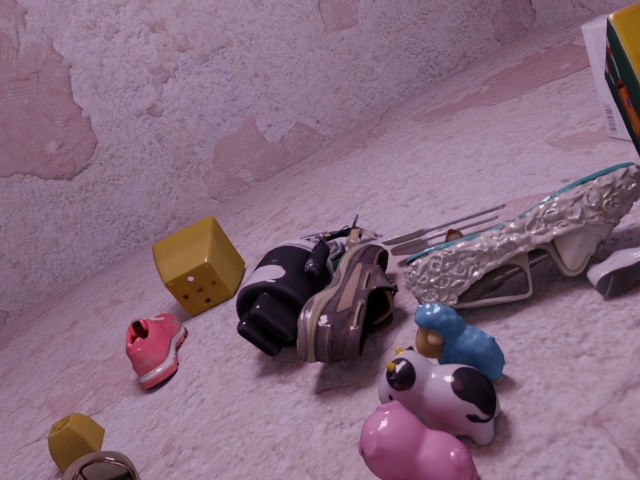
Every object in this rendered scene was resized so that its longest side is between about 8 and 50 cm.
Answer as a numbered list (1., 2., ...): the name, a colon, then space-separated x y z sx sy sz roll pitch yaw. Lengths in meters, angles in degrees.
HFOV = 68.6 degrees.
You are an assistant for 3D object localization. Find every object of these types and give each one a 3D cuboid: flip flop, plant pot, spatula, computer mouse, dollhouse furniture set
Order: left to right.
1. plant pot: -0.509 0.407 0.965 0.081 0.083 0.081 -32 20 -8
2. flip flop: -0.363 0.408 0.776 0.112 0.080 0.277 -41 24 -32
3. plant pot: -0.358 0.093 1.387 0.212 0.212 0.187 -26 32 3
4. computer mouse: 0.000 0.000 1.343 0.106 0.042 0.193 -23 6 -34
5. dollhouse furniture set: 0.110 0.008 1.223 0.081 0.091 0.114 20 38 0
6. spatula: 0.254 -0.017 0.968 0.242 0.019 0.168 -19 -21 13

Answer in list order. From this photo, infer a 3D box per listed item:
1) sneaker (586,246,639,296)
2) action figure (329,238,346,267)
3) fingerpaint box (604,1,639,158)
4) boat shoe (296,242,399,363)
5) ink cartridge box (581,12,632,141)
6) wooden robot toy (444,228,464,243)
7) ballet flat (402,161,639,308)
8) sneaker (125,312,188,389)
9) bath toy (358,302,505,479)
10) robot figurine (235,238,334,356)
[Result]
1. sneaker: 0.464 0.026 0.680 0.152 0.054 0.061 -24 17 13
2. action figure: -0.040 0.076 1.200 0.232 0.063 0.137 -32 13 -15
3. fingerpaint box: 0.581 -0.135 0.446 0.444 0.371 0.163 -20 -19 25
4. boat shoe: 0.080 0.119 0.889 0.130 0.132 0.355 11 31 21
5. ink cartridge box: 0.666 -0.334 0.974 0.060 0.275 0.239 -26 20 4
6. wooden robot toy: 0.262 0.018 0.922 0.076 0.079 0.173 -24 20 10
7. ballet flat: 0.339 0.022 0.768 0.409 0.147 0.147 -26 20 14
8. sneaker: -0.423 0.236 1.192 0.116 0.136 0.314 -29 20 -6
9. bath toy: 0.110 0.225 0.542 0.151 0.129 0.348 -12 26 36
10. robot figurine: -0.068 0.113 0.992 0.209 0.174 0.278 -8 26 21
